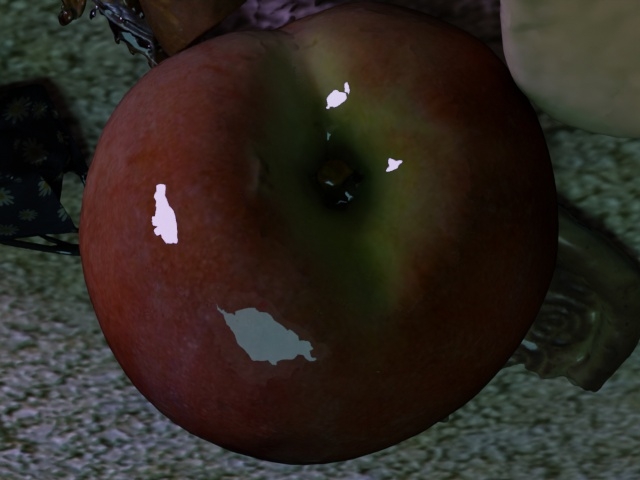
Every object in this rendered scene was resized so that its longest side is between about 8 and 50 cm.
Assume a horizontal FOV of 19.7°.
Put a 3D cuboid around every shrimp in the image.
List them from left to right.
[{"bbox_3d":[-0.140,-0.111,1.044,0.195,0.035,0.148,41,132,-22],"label":"shrimp"}]

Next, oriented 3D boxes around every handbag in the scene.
[{"bbox_3d":[-0.186,-0.029,1.140,0.115,0.072,0.139,-9,147,27],"label":"handbag"}]

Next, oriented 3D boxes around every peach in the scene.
[{"bbox_3d":[0.000,0.000,0.962,0.252,0.252,0.252,9,139,8],"label":"peach"}]

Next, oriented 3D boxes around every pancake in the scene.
[{"bbox_3d":[0.085,0.039,1.152,0.235,0.029,0.212,-19,128,31],"label":"pancake"}]

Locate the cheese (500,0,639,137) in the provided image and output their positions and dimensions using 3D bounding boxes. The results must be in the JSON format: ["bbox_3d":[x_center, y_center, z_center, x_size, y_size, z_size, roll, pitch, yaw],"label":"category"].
[{"bbox_3d":[0.190,-0.177,0.802,0.384,0.104,0.384,7,143,5],"label":"cheese"}]

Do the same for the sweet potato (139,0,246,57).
[{"bbox_3d":[-0.084,-0.199,0.905,0.077,0.077,0.243,-2,130,19],"label":"sweet potato"}]
